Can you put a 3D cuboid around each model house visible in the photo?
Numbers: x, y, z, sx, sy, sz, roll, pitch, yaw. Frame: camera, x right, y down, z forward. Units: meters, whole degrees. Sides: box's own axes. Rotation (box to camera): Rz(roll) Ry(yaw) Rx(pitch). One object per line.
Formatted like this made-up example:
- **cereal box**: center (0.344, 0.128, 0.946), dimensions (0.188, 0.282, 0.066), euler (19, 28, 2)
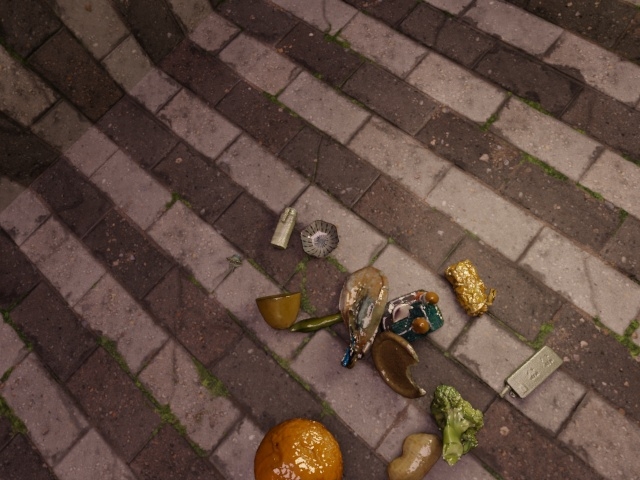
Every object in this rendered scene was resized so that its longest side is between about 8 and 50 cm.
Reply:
- **model house**: center (0.378, 0.308, 1.653), dimensions (0.271, 0.301, 0.190), euler (-21, 78, 0)

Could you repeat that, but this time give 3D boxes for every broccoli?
- **broccoli**: center (0.514, 0.668, 1.511), dimensions (0.185, 0.302, 0.254), euler (-12, 68, 9)

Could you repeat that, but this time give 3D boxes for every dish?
- **dish**: center (0.000, 0.000, 1.917), dimensions (0.190, 0.066, 0.191), euler (-2, 73, 8)

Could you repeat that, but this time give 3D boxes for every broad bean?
- **broad bean**: center (0.010, 0.358, 1.799), dimensions (0.324, 0.067, 0.075), euler (-16, 42, -4)

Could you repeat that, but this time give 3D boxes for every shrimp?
- **shrimp**: center (0.162, 0.318, 1.723), dimensions (0.221, 0.110, 0.446), euler (5, 68, 30)

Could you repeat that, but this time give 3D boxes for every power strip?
- **power strip**: center (0.840, 0.545, 1.636), dimensions (0.288, 0.053, 0.093), euler (-39, 72, -7)

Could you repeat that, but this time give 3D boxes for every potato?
- **potato**: center (-0.180, 0.316, 1.796), dimensions (0.203, 0.178, 0.158), euler (-4, 86, -19)

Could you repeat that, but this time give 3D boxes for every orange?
- **orange**: center (-0.089, 0.852, 1.516), dimensions (0.340, 0.340, 0.293), euler (36, 117, 17)

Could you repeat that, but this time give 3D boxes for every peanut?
- **peanut**: center (0.362, 0.845, 1.567), dimensions (0.253, 0.122, 0.137), euler (-49, 48, -7)

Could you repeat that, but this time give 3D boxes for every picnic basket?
- **picnic basket**: center (-0.417, 0.104, 1.939), dimensions (0.083, 0.065, 0.083), euler (18, 59, 8)

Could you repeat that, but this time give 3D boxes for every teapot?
- **teapot**: center (-0.175, -0.067, 1.939), dimensions (0.077, 0.107, 0.201), euler (15, 74, 15)

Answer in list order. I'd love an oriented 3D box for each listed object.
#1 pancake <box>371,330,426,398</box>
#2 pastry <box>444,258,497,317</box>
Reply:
- **pancake**: center (0.311, 0.502, 1.615), dimensions (0.033, 0.288, 0.286), euler (-25, 60, -35)
- **pastry**: center (0.651, 0.207, 1.745), dimensions (0.154, 0.102, 0.250), euler (-23, 69, -2)
